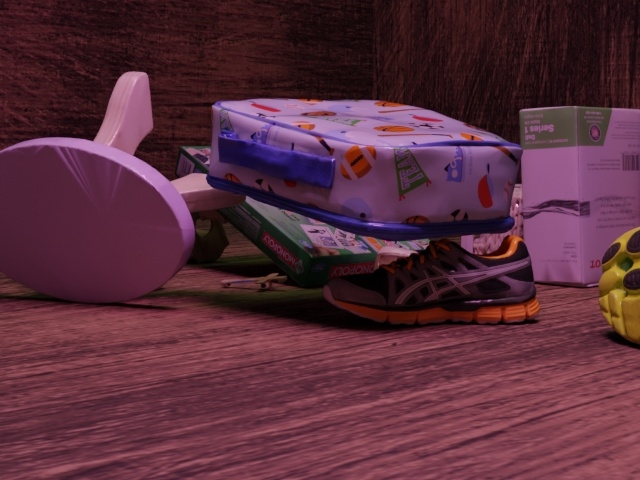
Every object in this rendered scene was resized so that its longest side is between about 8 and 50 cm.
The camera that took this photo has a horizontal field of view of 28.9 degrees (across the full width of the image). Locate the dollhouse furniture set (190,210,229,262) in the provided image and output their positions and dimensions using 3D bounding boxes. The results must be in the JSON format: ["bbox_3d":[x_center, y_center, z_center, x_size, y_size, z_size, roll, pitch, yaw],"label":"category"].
[{"bbox_3d":[-0.209,0.006,1.733,0.161,0.101,0.182,-34,27,-33],"label":"dollhouse furniture set"}]

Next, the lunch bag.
[{"bbox_3d":[0.032,-0.075,1.253,0.243,0.115,0.303,-7,16,-42],"label":"lunch bag"}]

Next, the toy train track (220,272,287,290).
[{"bbox_3d":[-0.078,0.051,1.456,0.083,0.014,0.048,-4,10,24],"label":"toy train track"}]

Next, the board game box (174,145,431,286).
[{"bbox_3d":[-0.022,-0.041,1.631,0.213,0.046,0.317,-2,29,-38],"label":"board game box"}]

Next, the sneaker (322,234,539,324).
[{"bbox_3d":[0.107,0.038,1.205,0.214,0.083,0.084,-2,6,-13],"label":"sneaker"}]

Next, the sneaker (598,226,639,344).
[{"bbox_3d":[0.362,0.055,1.043,0.123,0.110,0.295,20,-8,-40],"label":"sneaker"}]

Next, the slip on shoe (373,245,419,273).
[{"bbox_3d":[0.129,0.038,1.483,0.135,0.051,0.041,10,46,12],"label":"slip on shoe"}]

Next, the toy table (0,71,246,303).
[{"bbox_3d":[-0.231,-0.044,1.352,0.274,0.252,0.161,18,26,19],"label":"toy table"}]

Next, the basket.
[{"bbox_3d":[0.295,-0.019,1.772,0.167,0.113,0.103,-3,10,-38],"label":"basket"}]

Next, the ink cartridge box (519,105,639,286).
[{"bbox_3d":[0.333,-0.056,1.569,0.092,0.220,0.160,1,3,44],"label":"ink cartridge box"}]
